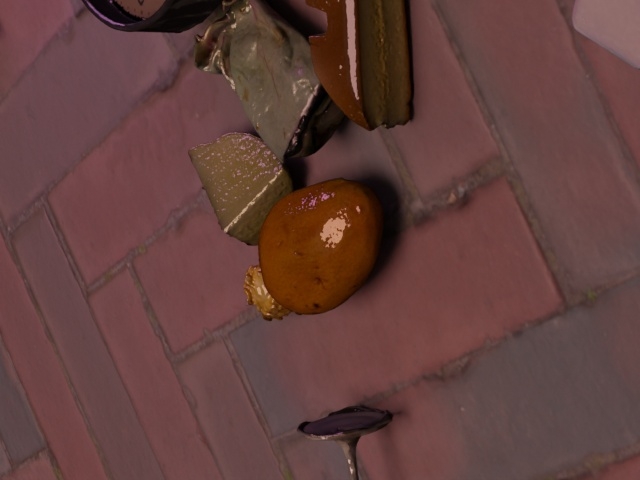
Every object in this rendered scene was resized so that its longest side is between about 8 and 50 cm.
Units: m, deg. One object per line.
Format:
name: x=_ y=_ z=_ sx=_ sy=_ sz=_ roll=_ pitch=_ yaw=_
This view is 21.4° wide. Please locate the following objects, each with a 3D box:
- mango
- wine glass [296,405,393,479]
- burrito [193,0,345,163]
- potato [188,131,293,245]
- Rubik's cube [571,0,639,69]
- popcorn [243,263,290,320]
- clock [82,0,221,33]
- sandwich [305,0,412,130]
mango: x=0.000 y=0.000 z=2.024 sx=0.147 sy=0.109 sz=0.227 roll=60 pitch=141 yaw=18
wine glass: x=0.049 y=0.331 z=2.106 sx=0.156 sy=0.156 sz=0.232 roll=1 pitch=103 yaw=52
burrito: x=-0.055 y=-0.206 z=2.015 sx=0.229 sy=0.089 sz=0.144 roll=49 pitch=121 yaw=32
potato: x=-0.084 y=-0.085 z=2.144 sx=0.120 sy=0.081 sz=0.149 roll=-42 pitch=52 yaw=21
Rubik's cube: x=0.422 y=-0.245 z=1.201 sx=0.322 sy=0.316 sz=0.319 roll=38 pitch=133 yaw=33
popcorn: x=-0.063 y=0.065 z=2.180 sx=0.082 sy=0.057 sz=0.083 roll=23 pitch=121 yaw=36
clock: x=-0.218 y=-0.441 z=2.060 sx=0.386 sy=0.076 sz=0.386 roll=17 pitch=111 yaw=52
sandwich: x=0.039 y=-0.241 z=1.873 sx=0.088 sy=0.090 sz=0.244 roll=17 pitch=120 yaw=44
